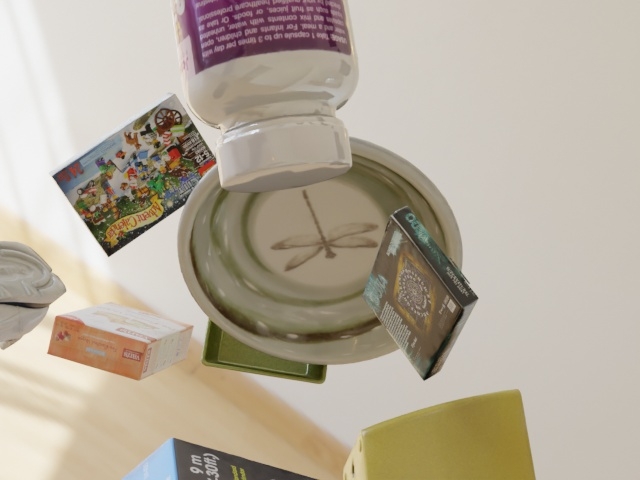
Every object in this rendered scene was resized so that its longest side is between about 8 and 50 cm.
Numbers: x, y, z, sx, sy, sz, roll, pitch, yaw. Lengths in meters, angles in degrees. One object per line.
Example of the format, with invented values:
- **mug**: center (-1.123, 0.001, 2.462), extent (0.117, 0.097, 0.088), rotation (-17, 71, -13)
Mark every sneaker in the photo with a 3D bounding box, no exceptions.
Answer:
- **sneaker**: center (-0.315, 0.053, 0.984), extent (0.090, 0.095, 0.235), rotation (52, 19, 26)

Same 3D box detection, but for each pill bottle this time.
- **pill bottle**: center (-0.055, -0.204, 1.124), extent (0.169, 0.169, 0.301), rotation (5, 74, -60)

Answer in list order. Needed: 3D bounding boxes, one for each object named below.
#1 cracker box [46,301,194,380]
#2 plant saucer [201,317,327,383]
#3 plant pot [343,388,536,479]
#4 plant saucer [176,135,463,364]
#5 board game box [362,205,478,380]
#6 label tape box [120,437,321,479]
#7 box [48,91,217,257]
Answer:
- **cracker box**: center (-0.313, 0.156, 1.904), extent (0.156, 0.067, 0.232), rotation (15, 6, 10)
- **plant saucer**: center (-0.080, 0.133, 1.833), extent (0.188, 0.045, 0.188), rotation (10, 56, -5)
- **plant pot**: center (0.132, 0.310, 1.400), extent (0.187, 0.212, 0.212), rotation (1, 59, -10)
- **plant saucer**: center (0.000, 0.000, 1.699), extent (0.400, 0.400, 0.100), rotation (33, 32, -19)
- **board game box**: center (0.103, 0.060, 1.283), extent (0.026, 0.186, 0.126), rotation (-27, 68, -22)
- **label tape box**: center (-0.097, 0.301, 1.103), extent (0.334, 0.106, 0.240), rotation (20, 19, -19)
- **box**: center (-0.288, -0.105, 1.896), extent (0.159, 0.233, 0.044), rotation (58, -11, -20)
